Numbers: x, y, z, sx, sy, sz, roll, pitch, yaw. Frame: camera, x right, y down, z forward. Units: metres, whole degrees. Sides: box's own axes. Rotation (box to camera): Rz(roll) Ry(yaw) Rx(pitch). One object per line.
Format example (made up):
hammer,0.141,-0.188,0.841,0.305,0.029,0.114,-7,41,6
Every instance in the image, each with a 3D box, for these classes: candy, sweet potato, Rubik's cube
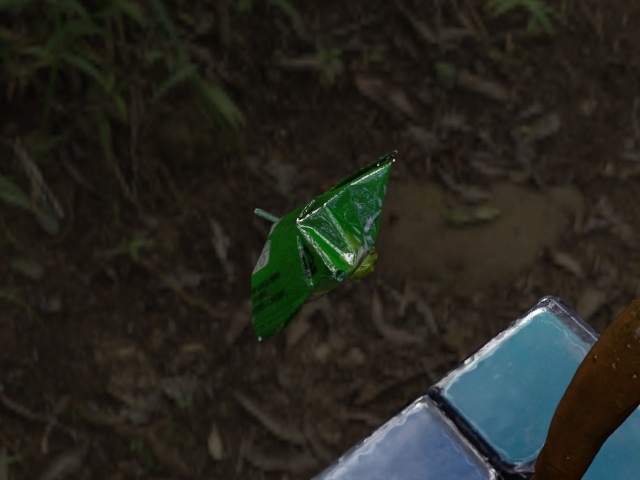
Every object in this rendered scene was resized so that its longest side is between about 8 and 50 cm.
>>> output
candy,-0.007,-0.001,2.146,0.194,0.062,0.058,27,20,-27
sweet potato,0.209,0.118,1.210,0.057,0.265,0.057,18,37,-14
Rubik's cube,0.217,0.298,1.449,0.316,0.313,0.318,-37,45,-6
candy,-0.001,-0.003,1.632,0.141,0.078,0.203,-17,33,35
